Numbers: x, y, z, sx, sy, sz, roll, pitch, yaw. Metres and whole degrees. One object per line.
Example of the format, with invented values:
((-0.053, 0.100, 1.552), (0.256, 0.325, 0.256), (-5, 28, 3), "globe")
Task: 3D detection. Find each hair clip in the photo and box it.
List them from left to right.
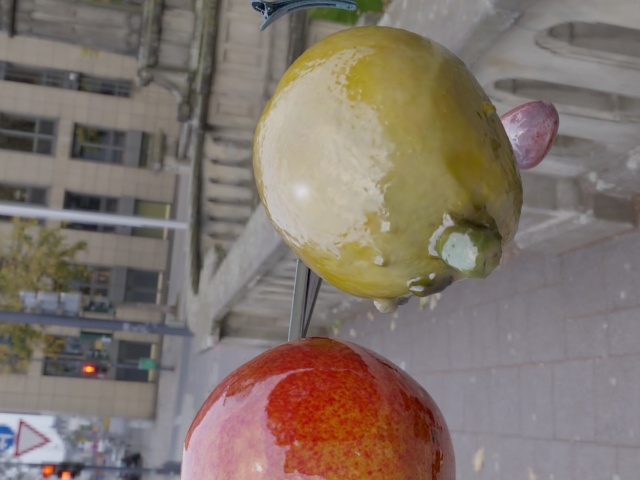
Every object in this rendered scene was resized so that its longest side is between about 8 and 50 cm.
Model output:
((-0.030, -0.493, 1.817), (0.039, 0.229, 0.070), (126, 127, -67), "hair clip")

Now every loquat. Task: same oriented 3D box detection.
((0.043, -0.037, 0.512), (0.172, 0.149, 0.204), (54, -179, -42), "loquat")

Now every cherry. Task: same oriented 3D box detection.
((0.343, -0.179, 1.459), (0.126, 0.106, 0.087), (-59, 21, 28), "cherry")

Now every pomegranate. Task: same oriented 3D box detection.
((0.001, 0.203, 0.680), (0.221, 0.221, 0.257), (122, 145, -62), "pomegranate")

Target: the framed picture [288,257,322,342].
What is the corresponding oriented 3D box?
((0.000, 0.000, 1.753), (0.326, 0.028, 0.446), (97, -174, -45), "framed picture")
